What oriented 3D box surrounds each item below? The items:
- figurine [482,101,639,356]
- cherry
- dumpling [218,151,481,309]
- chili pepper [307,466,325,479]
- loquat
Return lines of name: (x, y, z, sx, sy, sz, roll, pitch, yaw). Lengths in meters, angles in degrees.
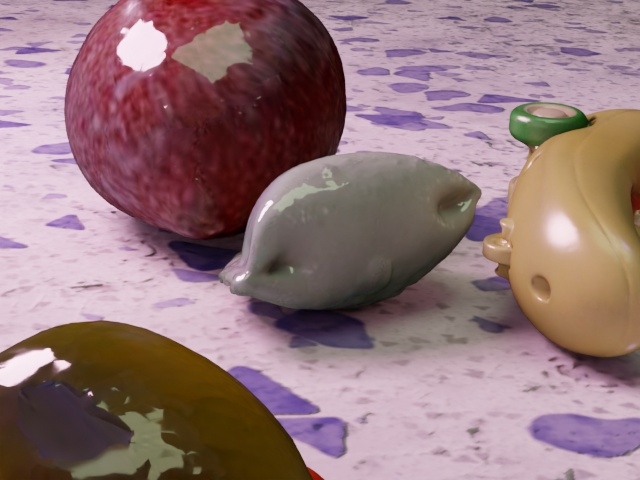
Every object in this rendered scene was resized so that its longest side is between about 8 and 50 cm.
figurine: (0.232, -0.006, 0.941, 0.222, 0.124, 0.324, 9, 22, 10)
cherry: (-0.091, -0.104, 1.078, 0.230, 0.203, 0.300, 2, 31, -7)
dumpling: (0.008, 0.006, 0.932, 0.217, 0.149, 0.105, -21, 67, -38)
chili pepper: (-0.068, 0.115, 0.615, 0.272, 0.063, 0.071, 12, 7, 36)
loquat: (-0.073, 0.111, 0.483, 0.195, 0.152, 0.152, 38, 34, 27)
